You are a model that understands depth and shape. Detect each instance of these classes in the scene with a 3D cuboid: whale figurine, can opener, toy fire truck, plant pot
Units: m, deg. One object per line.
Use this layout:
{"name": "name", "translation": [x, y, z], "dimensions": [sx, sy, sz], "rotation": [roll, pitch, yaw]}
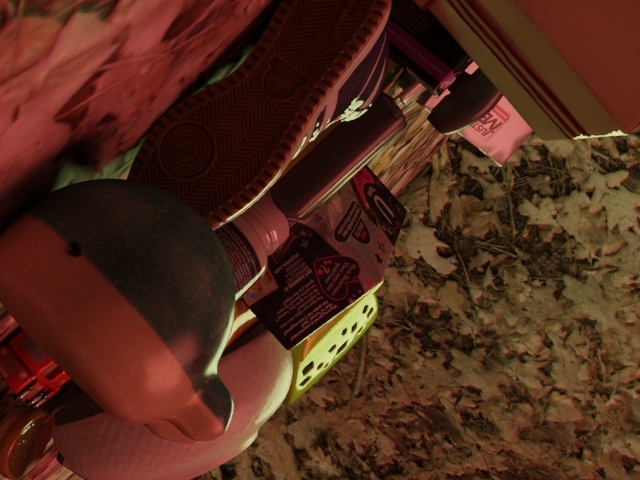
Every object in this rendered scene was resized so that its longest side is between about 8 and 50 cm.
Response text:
{"name": "whale figurine", "translation": [-0.130, 0.058, 0.759], "dimensions": [0.141, 0.216, 0.272], "rotation": [-45, 155, -17]}
{"name": "can opener", "translation": [0.079, -0.110, 1.072], "dimensions": [0.283, 0.095, 0.076], "rotation": [-43, 174, 6]}
{"name": "toy fire truck", "translation": [-0.250, 0.105, 1.011], "dimensions": [0.135, 0.047, 0.192], "rotation": [-40, 173, -14]}
{"name": "plant pot", "translation": [-0.044, 0.088, 1.604], "dimensions": [0.227, 0.228, 0.207], "rotation": [-43, 168, -24]}

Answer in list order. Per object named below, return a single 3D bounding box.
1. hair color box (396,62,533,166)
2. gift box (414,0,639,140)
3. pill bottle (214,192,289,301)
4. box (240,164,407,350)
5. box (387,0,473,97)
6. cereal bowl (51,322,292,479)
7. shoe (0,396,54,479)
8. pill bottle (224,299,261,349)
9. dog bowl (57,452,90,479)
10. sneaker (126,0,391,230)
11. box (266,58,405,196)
{"name": "hair color box", "translation": [0.261, -0.286, 1.177], "dimensions": [0.374, 0.113, 0.185], "rotation": [-50, 137, 12]}
{"name": "gift box", "translation": [0.232, -0.259, 0.860], "dimensions": [0.255, 0.258, 0.276], "rotation": [-44, -174, -6]}
{"name": "pill bottle", "translation": [-0.121, 0.022, 1.093], "dimensions": [0.180, 0.108, 0.108], "rotation": [-42, 174, -29]}
{"name": "box", "translation": [0.000, 0.000, 1.308], "dimensions": [0.163, 0.142, 0.247], "rotation": [-38, -169, 23]}
{"name": "box", "translation": [0.132, -0.239, 1.021], "dimensions": [0.162, 0.116, 0.029], "rotation": [-46, 160, 1]}
{"name": "cereal bowl", "translation": [-0.184, 0.233, 1.369], "dimensions": [0.339, 0.141, 0.339], "rotation": [-24, -176, 2]}
{"name": "shoe", "translation": [-0.328, 0.206, 1.071], "dimensions": [0.219, 0.058, 0.076], "rotation": [131, -19, -77]}
{"name": "pill bottle", "translation": [-0.130, 0.072, 1.328], "dimensions": [0.121, 0.121, 0.216], "rotation": [-48, 174, 22]}
{"name": "dog bowl", "translation": [-0.272, 0.305, 1.833], "dimensions": [0.408, 0.150, 0.408], "rotation": [-44, 174, -6]}
{"name": "sneaker", "translation": [-0.040, -0.102, 0.846], "dimensions": [0.282, 0.099, 0.153], "rotation": [-49, 173, 1]}
{"name": "box", "translation": [0.014, -0.145, 1.144], "dimensions": [0.232, 0.058, 0.087], "rotation": [-47, 174, 25]}
